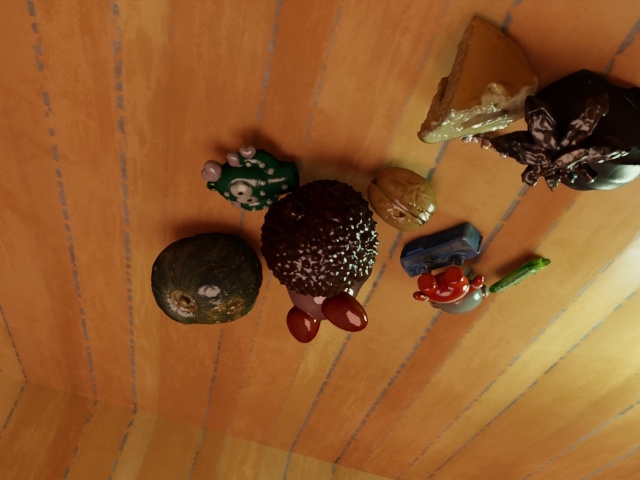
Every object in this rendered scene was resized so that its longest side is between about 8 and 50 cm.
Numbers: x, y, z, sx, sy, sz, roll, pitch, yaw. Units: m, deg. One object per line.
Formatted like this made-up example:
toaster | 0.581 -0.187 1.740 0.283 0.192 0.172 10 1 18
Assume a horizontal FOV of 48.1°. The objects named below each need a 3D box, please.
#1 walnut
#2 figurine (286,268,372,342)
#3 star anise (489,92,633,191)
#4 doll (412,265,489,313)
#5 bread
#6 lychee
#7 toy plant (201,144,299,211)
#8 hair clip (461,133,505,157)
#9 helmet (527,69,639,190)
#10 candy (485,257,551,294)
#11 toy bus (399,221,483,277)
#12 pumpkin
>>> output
walnut | 0.205 -0.101 1.761 0.180 0.144 0.144 40 138 -19
figurine | 0.004 0.119 2.025 0.269 0.262 0.211 -17 131 39
star anise | 0.453 -0.184 1.343 0.214 0.099 0.220 41 125 -18
doll | 0.375 0.140 2.009 0.199 0.106 0.336 -17 158 20
bread | 0.332 -0.270 1.409 0.211 0.224 0.184 24 150 -9
lychee | 0.000 0.000 1.782 0.305 0.306 0.330 -10 142 29
toy plant | -0.179 -0.155 1.834 0.243 0.113 0.232 -20 143 33
hair clip | 0.362 -0.226 1.602 0.213 0.062 0.056 27 101 -16
helmet | 0.567 -0.197 1.475 0.305 0.177 0.225 21 142 -7
candy | 0.538 0.099 1.965 0.102 0.032 0.178 -13 161 -40
toy bus | 0.323 0.026 1.948 0.236 0.079 0.094 -22 115 39
pumpkin | -0.328 0.121 2.135 0.327 0.257 0.292 6 132 22
